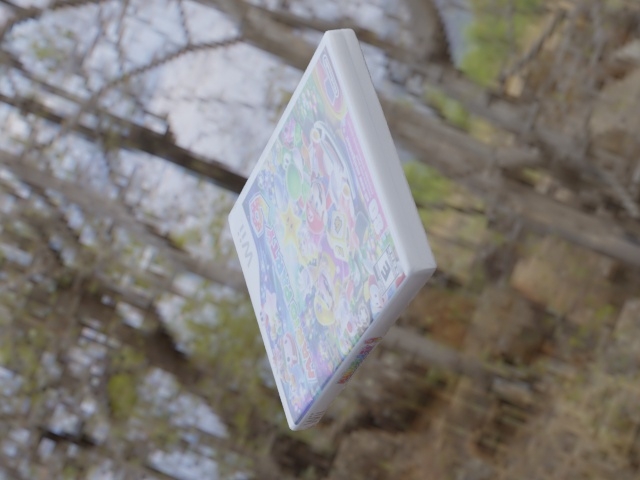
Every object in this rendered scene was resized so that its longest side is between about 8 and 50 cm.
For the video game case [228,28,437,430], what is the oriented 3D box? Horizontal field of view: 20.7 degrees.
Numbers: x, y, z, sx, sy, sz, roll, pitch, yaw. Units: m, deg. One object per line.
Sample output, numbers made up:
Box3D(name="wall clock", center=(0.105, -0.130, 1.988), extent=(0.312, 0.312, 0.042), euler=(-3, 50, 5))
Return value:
Box3D(name="video game case", center=(0.000, 0.000, 0.579), extent=(0.122, 0.011, 0.087), euler=(122, 135, -56))
